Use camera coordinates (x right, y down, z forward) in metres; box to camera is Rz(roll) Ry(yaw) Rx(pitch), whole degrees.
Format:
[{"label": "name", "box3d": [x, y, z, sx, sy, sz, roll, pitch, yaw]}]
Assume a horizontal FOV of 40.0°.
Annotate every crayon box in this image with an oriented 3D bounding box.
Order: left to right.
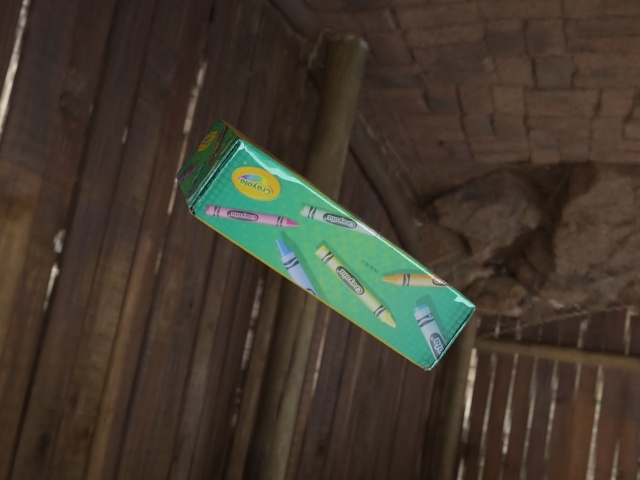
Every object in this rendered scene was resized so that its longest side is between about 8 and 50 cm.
[{"label": "crayon box", "box3d": [0.000, 0.000, 0.854, 0.278, 0.081, 0.165, 35, -176, -18]}]
